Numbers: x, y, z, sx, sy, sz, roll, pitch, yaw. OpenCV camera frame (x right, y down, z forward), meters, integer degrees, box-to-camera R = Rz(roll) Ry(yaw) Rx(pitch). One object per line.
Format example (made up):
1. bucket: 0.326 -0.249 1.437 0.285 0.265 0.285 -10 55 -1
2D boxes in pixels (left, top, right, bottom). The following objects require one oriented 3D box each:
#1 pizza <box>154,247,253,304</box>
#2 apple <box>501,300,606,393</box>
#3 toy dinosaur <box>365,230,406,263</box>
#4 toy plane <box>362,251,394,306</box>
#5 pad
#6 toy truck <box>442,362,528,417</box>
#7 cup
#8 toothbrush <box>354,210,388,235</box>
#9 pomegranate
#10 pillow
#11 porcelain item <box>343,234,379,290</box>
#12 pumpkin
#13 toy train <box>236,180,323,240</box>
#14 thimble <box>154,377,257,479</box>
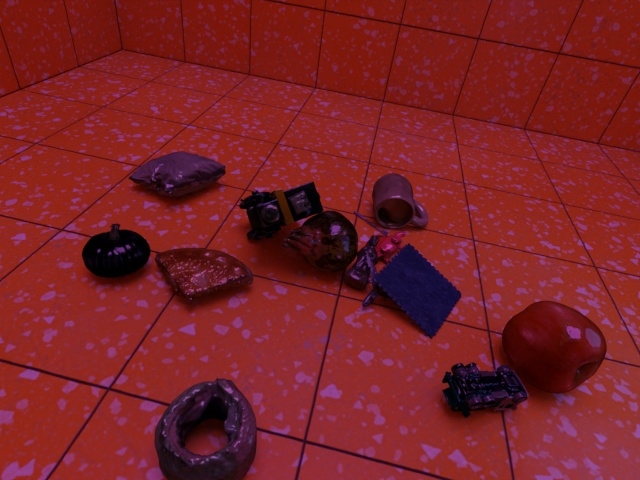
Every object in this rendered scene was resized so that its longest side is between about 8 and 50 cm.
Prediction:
1. pizza: -0.384 0.115 1.293 0.335 0.086 0.226 11 43 4
2. apple: 0.652 0.289 1.167 0.242 0.242 0.241 -9 35 -22
3. toy dinosaur: 0.213 0.030 1.553 0.286 0.070 0.139 -33 42 -28
4. toy plane: 0.209 0.145 1.364 0.226 0.058 0.226 49 51 0
5. pad: 0.331 0.156 1.373 0.269 0.012 0.269 44 47 8
6. toy truck: 0.421 0.401 1.081 0.215 0.116 0.110 4 39 -18
7. cup: 0.346 -0.166 1.726 0.255 0.173 0.202 8 40 -1
8. toothbrush: 0.208 -0.075 1.709 0.013 0.019 0.193 -25 48 -35
9. pomegranate: 0.000 0.017 1.389 0.221 0.204 0.276 -1 22 45
10. pillow: -0.600 -0.282 1.710 0.283 0.138 0.310 21 37 29
11. porcelain item: 0.161 0.068 1.428 0.081 0.069 0.216 24 58 12
12. pumpkin: -0.641 0.041 1.292 0.194 0.150 0.194 -5 53 7
13. toy train: -0.150 -0.109 1.440 0.253 0.160 0.397 -20 6 -15
14. thimble: -0.239 0.419 0.885 0.218 0.150 0.219 5 39 -4
